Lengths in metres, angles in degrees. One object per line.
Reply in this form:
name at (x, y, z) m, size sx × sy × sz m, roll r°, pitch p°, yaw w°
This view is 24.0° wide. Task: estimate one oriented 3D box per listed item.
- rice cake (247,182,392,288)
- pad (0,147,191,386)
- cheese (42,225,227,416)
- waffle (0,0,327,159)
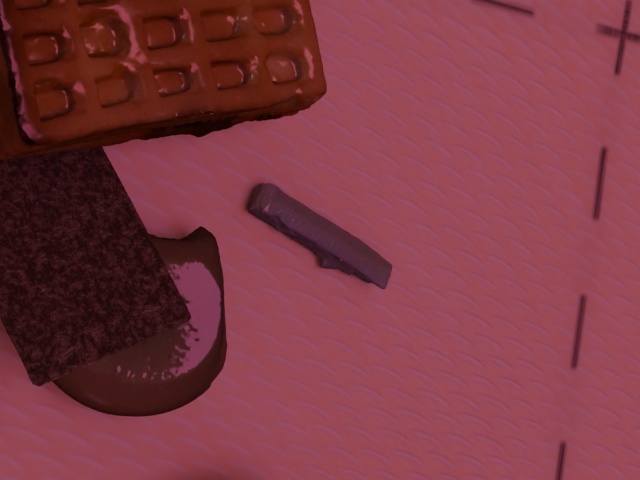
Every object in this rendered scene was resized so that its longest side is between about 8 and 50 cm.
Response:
rice cake at (0.000, 0.000, 1.510) m, size 0.180 × 0.030 × 0.042 m, roll 32°, pitch 71°, yaw -32°
pad at (-0.229, -0.004, 1.305) m, size 0.158 × 0.003 × 0.235 m, roll -23°, pitch 78°, yaw -30°
cheese at (-0.175, 0.073, 1.365) m, size 0.202 × 0.091 × 0.175 m, roll 2°, pitch 92°, yaw -33°
waffle at (-0.157, -0.197, 1.337) m, size 0.327 × 0.098 × 0.224 m, roll -13°, pitch 95°, yaw -35°
